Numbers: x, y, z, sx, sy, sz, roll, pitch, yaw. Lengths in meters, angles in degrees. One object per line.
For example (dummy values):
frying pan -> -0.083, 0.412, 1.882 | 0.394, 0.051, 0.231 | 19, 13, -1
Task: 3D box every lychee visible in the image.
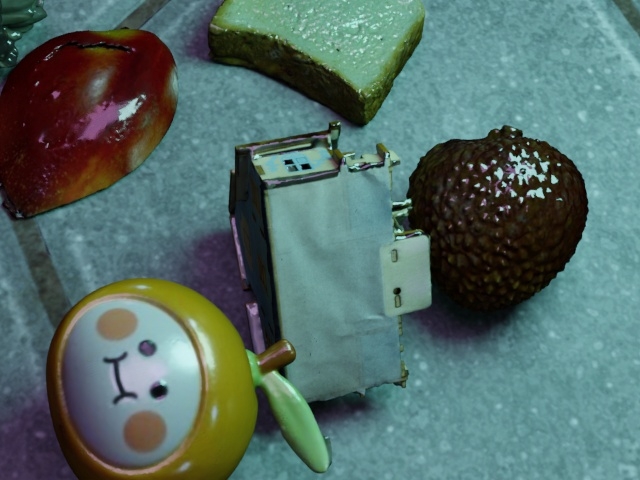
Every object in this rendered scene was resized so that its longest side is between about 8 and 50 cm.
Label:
lychee -> 0.180, -0.027, 1.250 | 0.194, 0.194, 0.194 | 2, 59, -4

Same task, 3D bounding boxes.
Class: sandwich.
sandwich -> 0.000, -0.244, 1.427 | 0.214, 0.065, 0.186 | 28, 60, 10

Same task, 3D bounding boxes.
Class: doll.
doll -> -0.122, 0.132, 1.109 | 0.236, 0.213, 0.213 | -12, 61, -9

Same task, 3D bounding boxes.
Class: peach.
peach -> -0.265, -0.146, 1.343 | 0.189, 0.068, 0.279 | 18, 59, 9

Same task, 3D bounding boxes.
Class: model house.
model house -> 0.000, 0.000, 1.218 | 0.178, 0.271, 0.206 | -13, 25, -11

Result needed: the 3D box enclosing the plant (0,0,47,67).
plant -> -0.398, -0.251, 1.352 | 0.194, 0.132, 0.129 | -37, 64, -21
